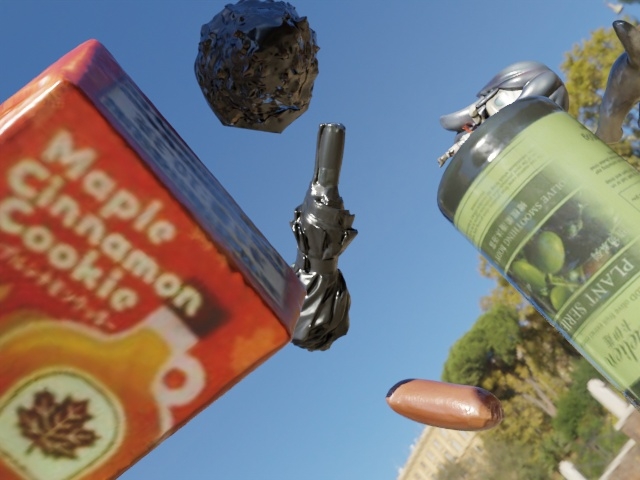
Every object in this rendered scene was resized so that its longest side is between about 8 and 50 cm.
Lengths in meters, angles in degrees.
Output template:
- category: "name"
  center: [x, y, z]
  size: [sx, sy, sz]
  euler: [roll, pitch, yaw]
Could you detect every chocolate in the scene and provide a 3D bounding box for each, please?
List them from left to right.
- category: "chocolate"
  center: [-0.161, 0.033, 0.439]
  size: [0.234, 0.108, 0.237]
  euler: [-38, -74, 1]
- category: "chocolate"
  center: [-0.060, -0.192, 0.723]
  size: [0.156, 0.133, 0.156]
  euler: [-3, -79, -14]

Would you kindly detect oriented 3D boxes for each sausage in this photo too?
- category: "sausage"
  center: [0.187, 0.253, 1.039]
  size: [0.077, 0.194, 0.077]
  euler: [0, -90, -48]

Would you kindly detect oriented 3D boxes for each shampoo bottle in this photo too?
- category: "shampoo bottle"
  center: [0.193, 0.038, 0.386]
  size: [0.101, 0.284, 0.101]
  euler: [-32, -26, -18]

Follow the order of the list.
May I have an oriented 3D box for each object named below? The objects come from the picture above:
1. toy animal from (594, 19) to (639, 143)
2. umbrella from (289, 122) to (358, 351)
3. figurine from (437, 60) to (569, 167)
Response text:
- category: "toy animal"
  center: [0.395, -0.198, 0.767]
  size: [0.233, 0.121, 0.169]
  euler: [-36, -60, -36]
- category: "umbrella"
  center: [0.000, 0.000, 0.983]
  size: [0.118, 0.118, 0.340]
  euler: [-9, -70, -44]
- category: "figurine"
  center: [0.356, -0.228, 1.322]
  size: [0.265, 0.175, 0.197]
  euler: [-31, 18, 30]
